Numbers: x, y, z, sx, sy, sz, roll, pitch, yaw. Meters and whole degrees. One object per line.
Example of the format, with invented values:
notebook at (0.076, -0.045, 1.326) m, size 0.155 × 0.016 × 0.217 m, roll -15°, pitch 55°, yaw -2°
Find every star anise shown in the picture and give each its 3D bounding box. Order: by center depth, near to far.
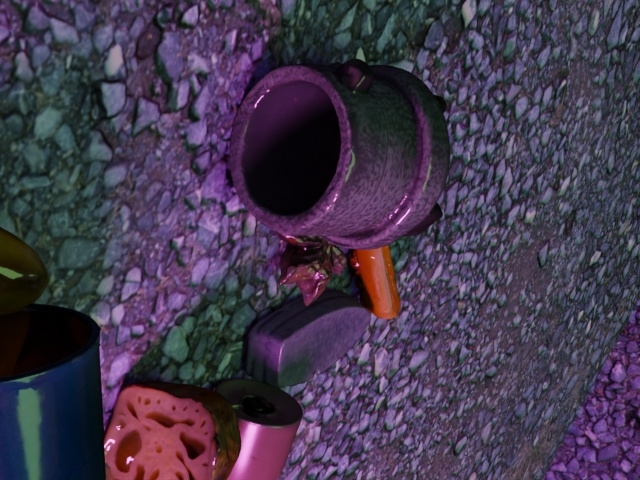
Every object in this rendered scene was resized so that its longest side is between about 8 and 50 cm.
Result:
star anise at (-0.010, 0.006, 1.776) m, size 0.197 × 0.073 × 0.212 m, roll -47°, pitch 140°, yaw -33°

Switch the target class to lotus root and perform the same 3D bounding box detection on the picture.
lotus root at (-0.202, 0.309, 1.588) m, size 0.180 × 0.188 × 0.199 m, roll 19°, pitch 91°, yaw -68°

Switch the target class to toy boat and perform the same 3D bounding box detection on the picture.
toy boat at (-0.014, 0.159, 1.861) m, size 0.283 × 0.078 × 0.127 m, roll -22°, pitch 123°, yaw -47°

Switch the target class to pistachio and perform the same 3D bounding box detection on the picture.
pistachio at (-0.399, 0.030, 1.204) m, size 0.189 × 0.100 × 0.110 m, roll 0°, pitch 85°, yaw -41°

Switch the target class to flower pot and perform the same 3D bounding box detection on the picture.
flower pot at (0.041, -0.141, 1.595) m, size 0.283 × 0.299 × 0.299 m, roll 5°, pitch 105°, yaw -47°

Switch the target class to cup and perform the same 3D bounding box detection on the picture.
cup at (-0.379, 0.252, 1.187) m, size 0.308 × 0.242 × 0.292 m, roll -19°, pitch 114°, yaw -44°

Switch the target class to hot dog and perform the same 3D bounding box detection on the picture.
hot dog at (0.094, 0.052, 1.948) m, size 0.076 × 0.102 × 0.249 m, roll -14°, pitch 130°, yaw -2°

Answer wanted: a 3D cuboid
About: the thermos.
thermos at (-0.142, 0.376, 1.751) m, size 0.176 × 0.146 × 0.265 m, roll -8°, pitch 121°, yaw -57°
